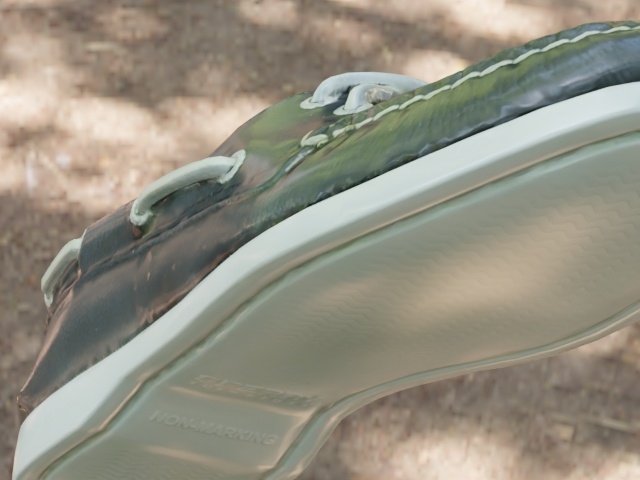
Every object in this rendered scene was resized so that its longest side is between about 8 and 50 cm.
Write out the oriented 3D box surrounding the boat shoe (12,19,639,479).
[{"bbox_3d":[0.000,0.000,0.528,0.114,0.302,0.091,22,54,-37],"label":"boat shoe"}]
